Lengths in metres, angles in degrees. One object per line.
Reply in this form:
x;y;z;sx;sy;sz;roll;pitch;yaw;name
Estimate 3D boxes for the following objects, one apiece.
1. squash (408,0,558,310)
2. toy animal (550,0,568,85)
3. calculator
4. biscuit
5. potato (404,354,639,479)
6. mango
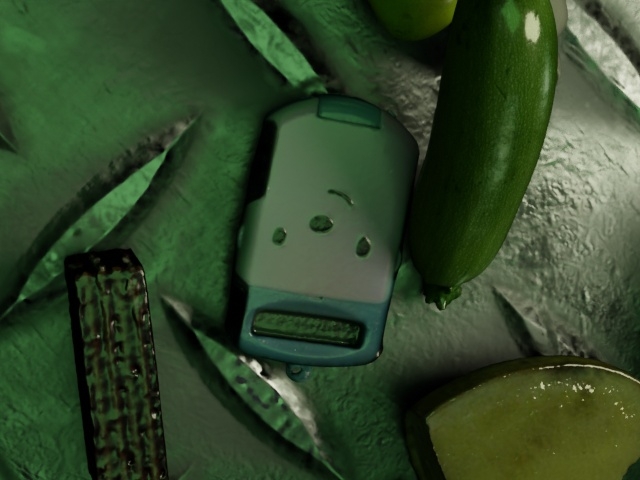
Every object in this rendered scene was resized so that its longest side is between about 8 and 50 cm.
0.149;-0.085;1.155;0.107;0.107;0.395;-4;134;-13;squash
0.194;-0.256;1.227;0.104;0.131;0.220;2;72;17;toy animal
0.000;0.000;1.234;0.173;0.051;0.293;8;98;-17;calculator
-0.193;0.135;1.181;0.070;0.106;0.252;-8;103;-14;biscuit
0.237;0.226;1.306;0.255;0.112;0.269;-25;108;-12;potato
0.085;-0.276;1.176;0.117;0.089;0.163;-26;99;18;mango
